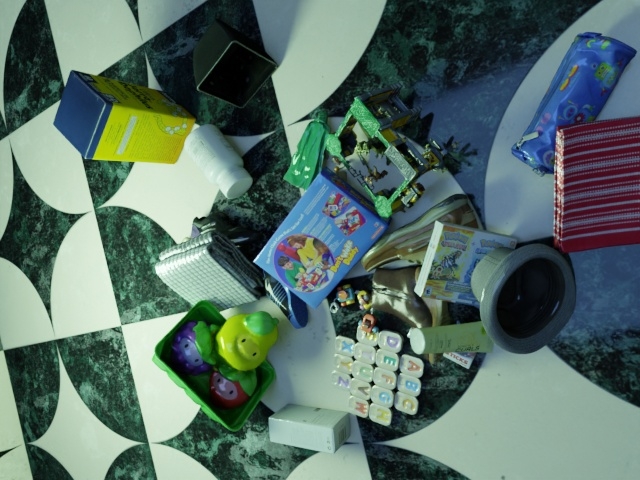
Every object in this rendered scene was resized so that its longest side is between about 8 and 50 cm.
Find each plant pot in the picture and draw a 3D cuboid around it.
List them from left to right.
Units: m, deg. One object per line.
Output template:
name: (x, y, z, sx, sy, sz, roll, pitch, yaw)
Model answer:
plant pot: (-0.279, -0.553, 1.388, 0.188, 0.187, 0.166, -40, 65, 27)

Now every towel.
towel: (-0.344, 0.103, 1.458, 0.235, 0.283, 0.121, -20, 43, 24)
towel: (0.595, -0.113, 0.953, 0.199, 0.031, 0.274, -6, 106, 5)

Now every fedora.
fedora: (0.444, 0.116, 1.043, 0.243, 0.275, 0.124, -49, 30, 1)

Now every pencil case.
pencil case: (0.531, -0.289, 0.983, 0.306, 0.133, 0.119, -64, 30, 18)

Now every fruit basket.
fruit basket: (-0.293, 0.363, 1.412, 0.392, 0.283, 0.391, 18, 133, 21)

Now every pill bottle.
pill bottle: (-0.324, -0.251, 1.467, 0.131, 0.131, 0.229, -46, 74, 25)

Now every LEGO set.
LEGO set: (0.192, -0.242, 1.185, 0.331, 0.192, 0.255, 49, 145, 19)

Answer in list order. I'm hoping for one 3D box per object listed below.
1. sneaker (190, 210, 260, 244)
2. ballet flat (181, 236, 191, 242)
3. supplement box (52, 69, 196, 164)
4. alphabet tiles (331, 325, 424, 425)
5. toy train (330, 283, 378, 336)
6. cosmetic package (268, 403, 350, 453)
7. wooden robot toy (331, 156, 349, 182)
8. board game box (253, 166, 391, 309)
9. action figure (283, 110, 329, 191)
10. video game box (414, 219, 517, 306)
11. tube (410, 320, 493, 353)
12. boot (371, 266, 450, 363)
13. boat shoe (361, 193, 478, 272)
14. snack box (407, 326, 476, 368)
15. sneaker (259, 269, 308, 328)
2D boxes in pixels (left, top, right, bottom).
sneaker: (-0.328, -0.041, 1.512, 0.284, 0.107, 0.124, -3, 88, 30)
ballet flat: (-0.489, 0.073, 1.643, 0.058, 0.049, 0.173, 13, 102, 27)
supplement box: (-0.630, -0.390, 1.493, 0.194, 0.357, 0.195, 41, 113, 19)
alphabet tiles: (0.158, 0.391, 1.331, 0.278, 0.021, 0.283, 11, 100, 28)
toy train: (0.099, 0.198, 1.316, 0.166, 0.046, 0.125, 25, 98, 28)
cosmetic package: (-0.035, 0.576, 1.407, 0.231, 0.117, 0.085, -2, 94, 28)
wooden robot toy: (0.036, -0.167, 1.304, 0.076, 0.079, 0.173, 1, 96, 29)
board game box: (0.000, 0.000, 1.294, 0.233, 0.078, 0.347, 39, 116, -2)
action figure: (-0.022, -0.264, 1.334, 0.137, 0.063, 0.232, 29, 113, 26)
video game box: (0.352, 0.061, 1.103, 0.205, 0.048, 0.187, 10, 102, -13)
tube: (0.337, 0.239, 1.115, 0.070, 0.240, 0.062, 119, 145, -45)
boot: (0.236, 0.194, 1.226, 0.207, 0.090, 0.248, -1, 83, 37)
boat shoe: (0.254, 0.006, 1.179, 0.324, 0.123, 0.119, -34, 84, 28)
snack box: (0.327, 0.271, 1.221, 0.178, 0.022, 0.064, 25, 106, 25)
sneaker: (-0.117, 0.175, 1.433, 0.090, 0.081, 0.232, -31, 73, 31)
